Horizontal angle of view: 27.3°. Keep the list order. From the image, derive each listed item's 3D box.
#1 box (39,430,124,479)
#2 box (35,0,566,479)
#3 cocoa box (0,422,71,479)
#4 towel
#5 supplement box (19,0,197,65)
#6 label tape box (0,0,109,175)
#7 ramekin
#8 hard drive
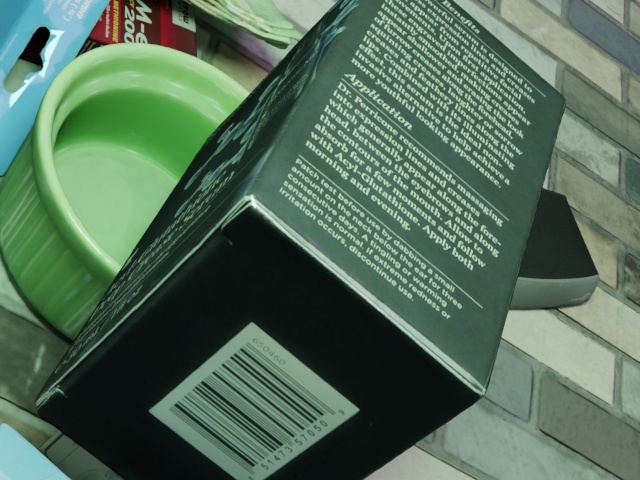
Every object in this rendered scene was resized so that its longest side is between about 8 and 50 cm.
[{"bbox_3d":[-0.091,0.236,1.143,0.290,0.169,0.087,50,42,0],"label":"box"},{"bbox_3d":[0.000,0.000,1.057,0.212,0.293,0.395,40,38,-11],"label":"box"},{"bbox_3d":[-0.201,0.350,0.920,0.347,0.228,0.231,43,42,-6],"label":"cocoa box"},{"bbox_3d":[-0.181,-0.344,1.495,0.325,0.038,0.248,21,28,-44],"label":"towel"},{"bbox_3d":[-0.254,-0.246,1.432,0.239,0.073,0.130,16,52,-32],"label":"supplement box"},{"bbox_3d":[-0.376,-0.252,1.238,0.334,0.106,0.240,32,74,-17],"label":"label tape box"},{"bbox_3d":[-0.165,-0.028,1.287,0.303,0.148,0.303,22,48,-27],"label":"ramekin"},{"bbox_3d":[0.246,0.001,1.686,0.255,0.054,0.172,3,59,-39],"label":"hard drive"}]
